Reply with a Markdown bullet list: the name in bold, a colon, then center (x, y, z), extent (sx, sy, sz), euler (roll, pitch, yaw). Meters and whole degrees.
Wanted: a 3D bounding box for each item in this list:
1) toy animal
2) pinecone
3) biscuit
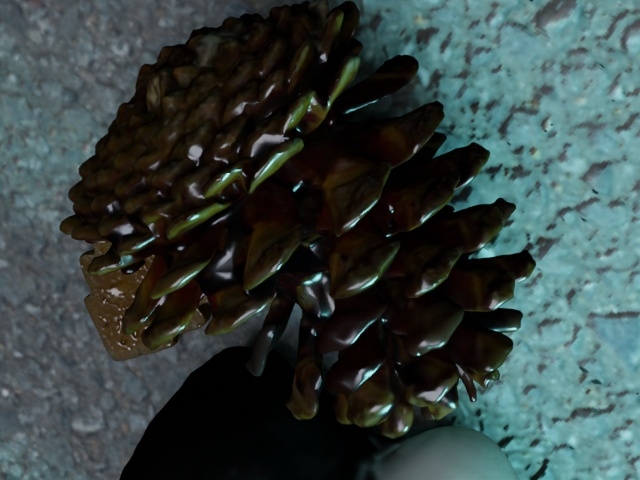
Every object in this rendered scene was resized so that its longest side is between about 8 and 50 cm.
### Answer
- **toy animal**: center (0.020, 0.234, 1.091), extent (0.310, 0.251, 0.251), euler (24, 118, 13)
- **pinecone**: center (-0.002, 0.001, 0.988), extent (0.246, 0.246, 0.292), euler (-37, 109, 27)
- **biscuit**: center (-0.122, 0.030, 1.154), extent (0.119, 0.019, 0.130), euler (29, 118, 2)
